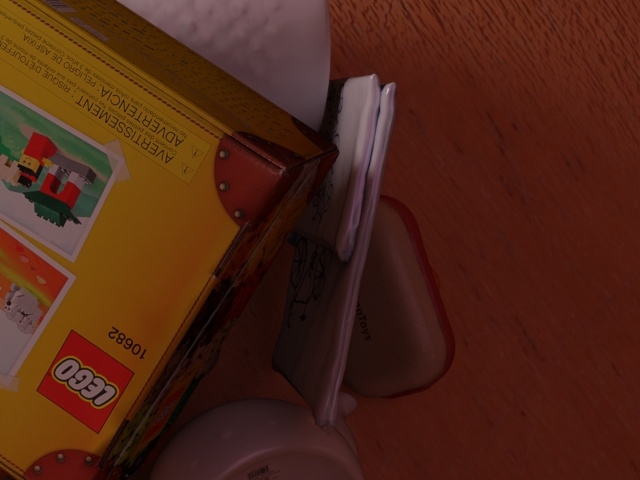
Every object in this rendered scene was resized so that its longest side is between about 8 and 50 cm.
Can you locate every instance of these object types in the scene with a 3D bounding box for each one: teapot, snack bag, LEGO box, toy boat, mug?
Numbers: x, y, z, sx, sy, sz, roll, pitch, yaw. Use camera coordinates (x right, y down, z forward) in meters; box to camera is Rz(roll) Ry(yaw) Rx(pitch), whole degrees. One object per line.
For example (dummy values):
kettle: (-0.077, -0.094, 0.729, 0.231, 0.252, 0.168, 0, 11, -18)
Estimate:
teapot: (-0.089, 0.264, 1.520, 0.256, 0.187, 0.252, 25, 100, -35)
snack bag: (0.000, 0.000, 1.487, 0.037, 0.323, 0.343, 10, 94, -12)
LEGO box: (-0.297, -0.055, 1.300, 0.500, 0.193, 0.372, 34, 106, 6)
toy boat: (0.084, 0.059, 1.661, 0.151, 0.151, 0.231, -17, 89, -54)
mug: (-0.179, -0.260, 1.477, 0.328, 0.276, 0.374, -5, 125, -15)

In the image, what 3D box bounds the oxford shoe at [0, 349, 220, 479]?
oxford shoe: (-0.262, 0.201, 1.503, 0.397, 0.140, 0.146, -29, 124, -29)
